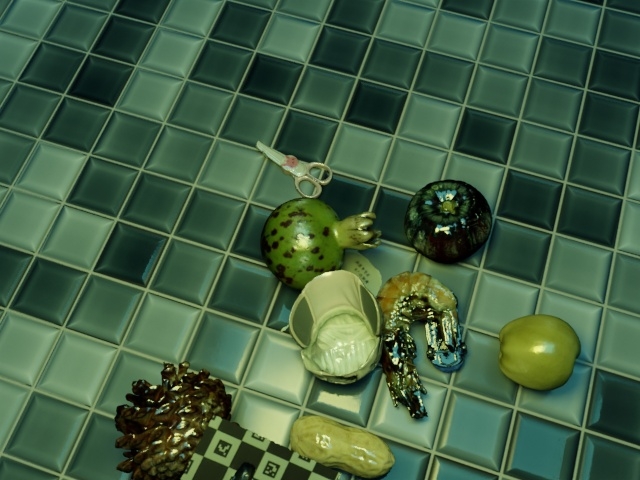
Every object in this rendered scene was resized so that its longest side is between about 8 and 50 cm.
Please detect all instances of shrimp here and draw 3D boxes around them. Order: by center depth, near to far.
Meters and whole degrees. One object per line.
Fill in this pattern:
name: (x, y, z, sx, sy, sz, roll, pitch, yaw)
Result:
shrimp: (0.244, 0.249, 1.731, 0.233, 0.071, 0.364, -22, 65, 25)

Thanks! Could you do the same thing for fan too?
fan: (0.018, 0.149, 1.853, 0.310, 0.010, 0.182, -37, 71, -14)

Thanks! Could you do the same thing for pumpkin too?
pumpkin: (0.339, -0.052, 1.851, 0.233, 0.163, 0.233, -3, 60, 6)

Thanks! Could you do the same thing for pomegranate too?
pomegranate: (-0.005, 0.017, 1.777, 0.306, 0.242, 0.242, 15, 66, 29)

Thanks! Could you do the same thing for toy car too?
toy car: (0.310, 0.227, 1.785, 0.103, 0.063, 0.216, -8, 76, 2)

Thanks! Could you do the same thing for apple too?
apple: (0.531, 0.272, 1.700, 0.200, 0.200, 0.200, 0, 66, 1)

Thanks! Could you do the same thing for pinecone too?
pinecone: (-0.335, 0.426, 1.604, 0.298, 0.242, 0.295, 14, 65, -39)

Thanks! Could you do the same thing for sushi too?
sushi: (-0.181, 0.609, 1.555, 0.343, 0.064, 0.359, 30, 81, -20)

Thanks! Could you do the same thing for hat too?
hat: (0.049, 0.211, 1.720, 0.232, 0.161, 0.275, -11, 95, 9)

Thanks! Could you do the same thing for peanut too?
peanut: (0.049, 0.490, 1.643, 0.257, 0.123, 0.123, 16, 68, 9)

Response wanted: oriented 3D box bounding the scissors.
scissors: (-0.084, -0.216, 2.003, 0.242, 0.030, 0.118, 34, 70, 12)
